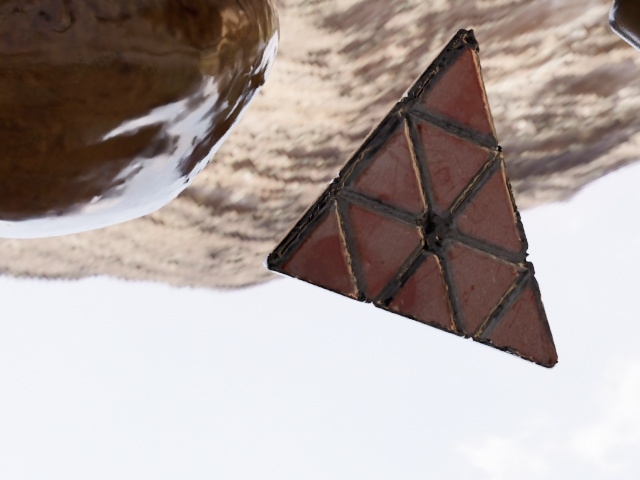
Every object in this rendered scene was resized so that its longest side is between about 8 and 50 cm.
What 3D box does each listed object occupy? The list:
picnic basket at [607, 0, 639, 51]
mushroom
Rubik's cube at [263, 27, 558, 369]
[{"bbox_3d":[0.264,-0.224,0.809,0.291,0.321,0.254,40,-147,14],"label":"picnic basket"},{"bbox_3d":[-0.159,-0.114,0.956,0.263,0.195,0.283,-11,-134,-40],"label":"mushroom"},{"bbox_3d":[0.000,0.000,1.112,0.190,0.178,0.211,-9,-94,-38],"label":"Rubik's cube"}]
